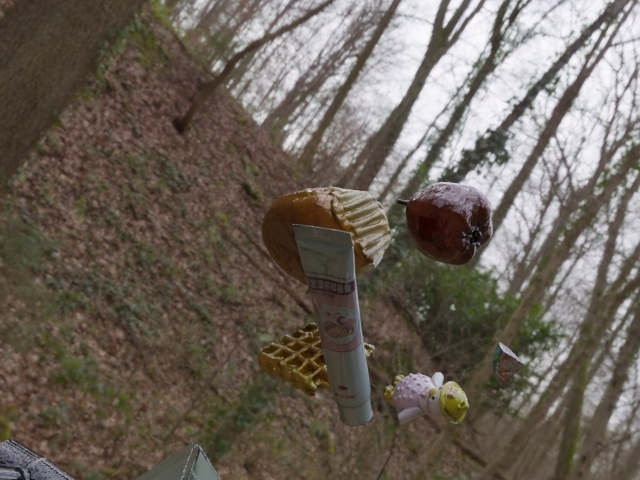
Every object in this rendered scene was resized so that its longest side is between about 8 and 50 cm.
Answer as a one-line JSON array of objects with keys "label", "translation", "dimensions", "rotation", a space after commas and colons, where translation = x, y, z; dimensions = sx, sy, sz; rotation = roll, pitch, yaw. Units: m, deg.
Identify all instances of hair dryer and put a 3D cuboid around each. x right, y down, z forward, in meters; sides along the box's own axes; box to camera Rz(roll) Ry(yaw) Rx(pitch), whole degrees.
[{"label": "hair dryer", "translation": [-0.525, 0.397, 1.075], "dimensions": [0.189, 0.107, 0.352], "rotation": [23, -15, 17]}]

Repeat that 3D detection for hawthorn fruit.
[{"label": "hawthorn fruit", "translation": [0.295, -0.057, 1.665], "dimensions": [0.248, 0.208, 0.208], "rotation": [35, -7, 37]}]

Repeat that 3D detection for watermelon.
[{"label": "watermelon", "translation": [0.360, 0.229, 1.284], "dimensions": [0.061, 0.085, 0.085], "rotation": [11, -20, 26]}]

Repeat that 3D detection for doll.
[{"label": "doll", "translation": [0.198, 0.293, 1.245], "dimensions": [0.207, 0.129, 0.081], "rotation": [-5, -59, 58]}]

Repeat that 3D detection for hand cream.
[{"label": "hand cream", "translation": [0.029, 0.121, 0.927], "dimensions": [0.085, 0.058, 0.331], "rotation": [11, -55, 31]}]

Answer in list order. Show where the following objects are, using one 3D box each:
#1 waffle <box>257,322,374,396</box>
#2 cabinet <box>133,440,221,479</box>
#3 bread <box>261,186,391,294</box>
[{"label": "waffle", "translation": [0.015, 0.252, 1.468], "dimensions": [0.219, 0.229, 0.057], "rotation": [18, -58, 43]}, {"label": "cabinet", "translation": [-0.098, 0.238, 0.393], "dimensions": [0.145, 0.150, 0.206], "rotation": [58, -5, -2]}, {"label": "bread", "translation": [-0.006, -0.012, 1.518], "dimensions": [0.388, 0.183, 0.236], "rotation": [-26, -94, 62]}]
